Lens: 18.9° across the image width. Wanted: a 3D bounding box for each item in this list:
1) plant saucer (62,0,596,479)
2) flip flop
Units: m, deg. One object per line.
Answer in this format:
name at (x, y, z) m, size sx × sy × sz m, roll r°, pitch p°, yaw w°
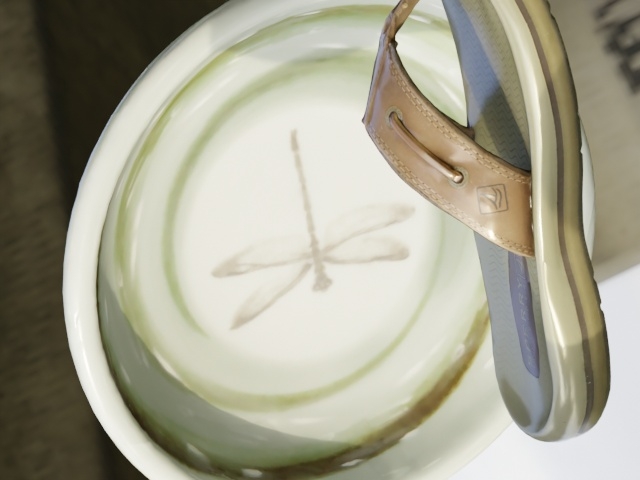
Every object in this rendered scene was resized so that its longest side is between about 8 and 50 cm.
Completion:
plant saucer at (0.000, 0.000, 1.342) m, size 0.400 × 0.400 × 0.100 m, roll 55°, pitch 169°, yaw -30°
flip flop at (0.063, -0.034, 0.841) m, size 0.112 × 0.080 × 0.277 m, roll -126°, pitch 23°, yaw -68°
